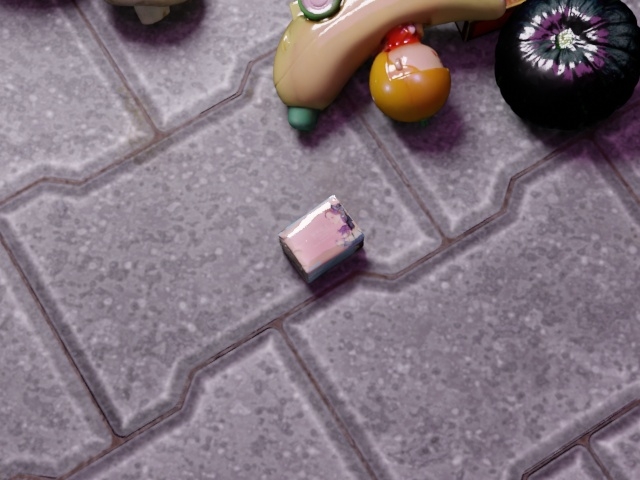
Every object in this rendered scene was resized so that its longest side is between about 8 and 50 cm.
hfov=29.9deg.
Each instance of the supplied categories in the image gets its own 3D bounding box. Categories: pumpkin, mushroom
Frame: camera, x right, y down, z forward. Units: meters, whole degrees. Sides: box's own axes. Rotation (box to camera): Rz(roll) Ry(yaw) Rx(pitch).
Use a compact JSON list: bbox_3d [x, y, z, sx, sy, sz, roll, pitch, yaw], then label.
[{"bbox_3d":[0.329,-0.242,1.597,0.202,0.140,0.202,-4,74,14],"label":"pumpkin"},{"bbox_3d":[-0.233,-0.356,1.636,0.154,0.122,0.154,0,31,0],"label":"mushroom"}]

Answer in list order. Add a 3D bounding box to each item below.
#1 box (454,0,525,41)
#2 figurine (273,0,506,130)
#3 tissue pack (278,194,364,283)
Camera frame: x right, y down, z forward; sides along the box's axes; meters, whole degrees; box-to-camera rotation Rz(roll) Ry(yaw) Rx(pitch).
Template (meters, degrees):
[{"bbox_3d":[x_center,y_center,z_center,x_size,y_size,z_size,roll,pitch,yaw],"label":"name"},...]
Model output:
[{"bbox_3d":[0.225,-0.415,1.689,0.153,0.074,0.239,-22,75,-3],"label":"box"},{"bbox_3d":[0.091,-0.256,1.587,0.325,0.124,0.222,-17,84,7],"label":"figurine"},{"bbox_3d":[0.000,0.000,1.559,0.094,0.059,0.074,-36,78,-10],"label":"tissue pack"}]
